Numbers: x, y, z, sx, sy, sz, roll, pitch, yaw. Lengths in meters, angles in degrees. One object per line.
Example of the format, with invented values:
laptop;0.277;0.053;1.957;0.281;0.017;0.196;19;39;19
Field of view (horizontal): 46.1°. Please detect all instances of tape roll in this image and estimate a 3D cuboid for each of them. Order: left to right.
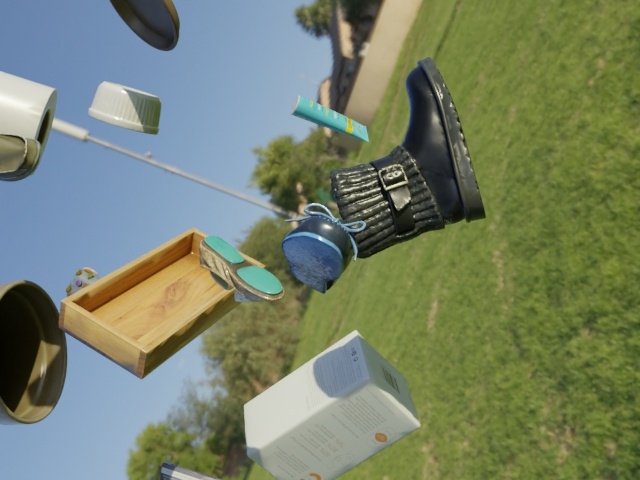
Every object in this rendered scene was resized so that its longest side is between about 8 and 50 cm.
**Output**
tape roll;-0.813;-0.309;1.981;0.246;0.169;0.246;-163;90;-76

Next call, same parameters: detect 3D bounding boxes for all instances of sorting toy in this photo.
sorting toy;-0.506;0.106;1.644;0.083;0.075;0.045;-62;-15;-14

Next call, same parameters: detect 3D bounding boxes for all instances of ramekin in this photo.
ramekin;-0.564;-0.390;2.199;0.207;0.207;0.109;-55;-18;-81

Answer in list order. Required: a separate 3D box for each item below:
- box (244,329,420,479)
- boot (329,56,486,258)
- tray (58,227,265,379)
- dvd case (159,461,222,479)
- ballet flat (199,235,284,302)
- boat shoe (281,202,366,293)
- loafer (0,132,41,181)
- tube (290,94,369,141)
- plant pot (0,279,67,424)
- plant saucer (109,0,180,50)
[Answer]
box;0.021;0.409;1.760;0.345;0.215;0.168;-35;31;14
boot;0.137;-0.156;1.386;0.131;0.260;0.348;49;-152;-64
tray;-0.307;0.113;1.540;0.411;0.202;0.076;-36;-32;-56
dvd case;-0.292;0.603;1.605;0.018;0.164;0.221;17;-100;-56
ballet flat;-0.139;0.065;1.300;0.073;0.206;0.067;-8;-56;-43
boat shoe;0.000;0.000;1.028;0.089;0.109;0.258;-57;1;-13
loafer;-0.679;-0.172;1.518;0.087;0.251;0.094;30;-119;-67
tube;0.027;-0.306;1.909;0.052;0.207;0.080;-56;23;37
plant pot;-0.784;0.265;1.716;0.323;0.280;0.323;-7;-90;-80
plant saucer;-0.460;-0.617;1.944;0.041;0.278;0.278;-47;-11;-22
